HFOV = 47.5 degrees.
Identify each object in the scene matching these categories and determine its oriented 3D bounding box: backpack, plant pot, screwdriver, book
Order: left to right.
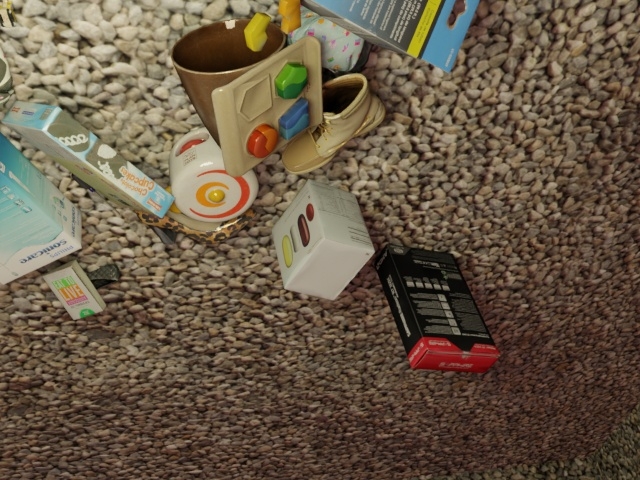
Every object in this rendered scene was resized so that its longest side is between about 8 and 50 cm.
[{"bbox_3d":[-0.617,0.127,1.826,0.096,0.035,0.144,-19,117,18],"label":"book"},{"bbox_3d":[-0.511,-0.105,1.660,0.025,0.024,0.170,4,151,23],"label":"screwdriver"},{"bbox_3d":[-0.156,-0.274,1.410,0.215,0.215,0.231,-12,130,-4],"label":"plant pot"},{"bbox_3d":[0.016,-0.401,1.409,0.181,0.115,0.152,2,123,-28],"label":"backpack"}]

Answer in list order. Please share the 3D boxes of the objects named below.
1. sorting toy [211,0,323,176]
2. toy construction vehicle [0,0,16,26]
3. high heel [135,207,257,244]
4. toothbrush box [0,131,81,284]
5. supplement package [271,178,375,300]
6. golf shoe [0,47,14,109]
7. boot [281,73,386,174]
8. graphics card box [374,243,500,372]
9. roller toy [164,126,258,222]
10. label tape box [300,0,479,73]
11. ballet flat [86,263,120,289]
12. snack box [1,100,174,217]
[{"bbox_3d":[-0.085,-0.267,1.290,0.229,0.041,0.307,-35,148,-24],"label":"sorting toy"},{"bbox_3d":[-0.590,-0.411,1.295,0.085,0.035,0.098,-3,135,2],"label":"toy construction vehicle"},{"bbox_3d":[-0.294,-0.071,1.698,0.261,0.093,0.186,-13,145,10],"label":"high heel"},{"bbox_3d":[-0.689,-0.064,1.565,0.216,0.126,0.296,-25,137,9],"label":"toothbrush box"},{"bbox_3d":[0.000,0.000,1.787,0.149,0.203,0.194,15,129,-30],"label":"supplement package"},{"bbox_3d":[-0.712,-0.306,1.335,0.272,0.105,0.120,-6,122,-19],"label":"golf shoe"},{"bbox_3d":[0.007,-0.244,1.542,0.261,0.095,0.203,-30,168,10],"label":"boot"},{"bbox_3d":[0.303,0.178,1.948,0.232,0.371,0.094,7,133,-25],"label":"graphics card box"},{"bbox_3d":[-0.238,-0.140,1.605,0.209,0.146,0.191,4,134,-20],"label":"roller toy"},{"bbox_3d":[0.129,-0.478,1.306,0.333,0.106,0.241,19,97,-33],"label":"label tape box"},{"bbox_3d":[-0.584,0.113,1.847,0.173,0.049,0.057,-29,136,14],"label":"ballet flat"},{"bbox_3d":[-0.470,-0.162,1.492,0.322,0.187,0.060,42,71,-44],"label":"snack box"}]
